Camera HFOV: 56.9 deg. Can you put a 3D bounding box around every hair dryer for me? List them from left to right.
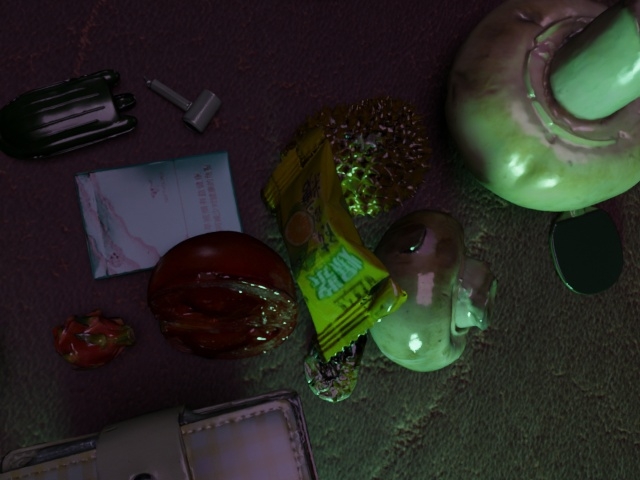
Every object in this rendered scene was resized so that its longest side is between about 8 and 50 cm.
[{"bbox_3d":[-0.220,-0.224,0.921,0.124,0.038,0.063,33,77,0],"label":"hair dryer"}]

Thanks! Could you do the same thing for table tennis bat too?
[{"bbox_3d":[0.465,-0.024,1.057,0.138,0.022,0.246,-16,90,-13],"label":"table tennis bat"}]

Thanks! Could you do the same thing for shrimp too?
[{"bbox_3d":[0.029,0.173,0.935,0.091,0.034,0.160,22,81,-9],"label":"shrimp"}]

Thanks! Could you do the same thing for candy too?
[{"bbox_3d":[0.000,0.000,0.833,0.081,0.187,0.297,-5,60,-42],"label":"candy"}]

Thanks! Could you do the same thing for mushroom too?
[{"bbox_3d":[0.159,0.072,0.869,0.184,0.255,0.254,15,80,23],"label":"mushroom"},{"bbox_3d":[0.394,-0.221,0.928,0.353,0.353,0.325,-50,122,-12],"label":"mushroom"}]

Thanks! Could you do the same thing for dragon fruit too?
[{"bbox_3d":[-0.316,0.139,0.835,0.116,0.086,0.080,-9,92,-3],"label":"dragon fruit"}]

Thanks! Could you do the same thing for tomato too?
[{"bbox_3d":[-0.132,0.065,0.836,0.201,0.233,0.139,2,55,-6],"label":"tomato"}]

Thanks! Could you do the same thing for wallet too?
[{"bbox_3d":[-0.148,0.278,0.563,0.310,0.077,0.223,-13,82,-5],"label":"wallet"}]

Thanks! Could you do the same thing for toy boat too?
[{"bbox_3d":[-0.377,-0.182,0.871,0.210,0.052,0.104,-22,92,-12],"label":"toy boat"}]

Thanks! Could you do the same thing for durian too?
[{"bbox_3d":[0.079,-0.137,0.930,0.250,0.138,0.183,-14,79,-19],"label":"durian"}]

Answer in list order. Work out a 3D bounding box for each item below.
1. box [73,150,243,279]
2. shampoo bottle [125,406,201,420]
[{"bbox_3d":[-0.238,-0.040,0.892,0.227,0.042,0.160,-11,87,-13],"label":"box"},{"bbox_3d":[-0.178,0.376,0.726,0.323,0.317,0.322,1,85,-14],"label":"shampoo bottle"}]
